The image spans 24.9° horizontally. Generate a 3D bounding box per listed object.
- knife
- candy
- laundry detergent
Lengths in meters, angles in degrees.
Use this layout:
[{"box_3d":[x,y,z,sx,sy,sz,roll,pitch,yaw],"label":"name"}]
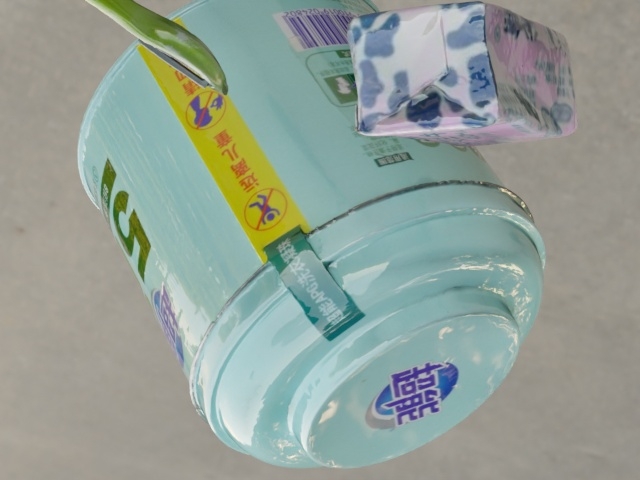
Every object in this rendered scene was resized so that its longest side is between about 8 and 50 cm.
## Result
[{"box_3d":[-0.117,-0.138,0.853,0.184,0.022,0.026,34,140,-32],"label":"knife"},{"box_3d":[0.084,-0.094,0.842,0.092,0.073,0.160,-5,179,25],"label":"candy"},{"box_3d":[0.000,0.000,1.109,0.287,0.305,0.287,-21,146,-15],"label":"laundry detergent"}]
